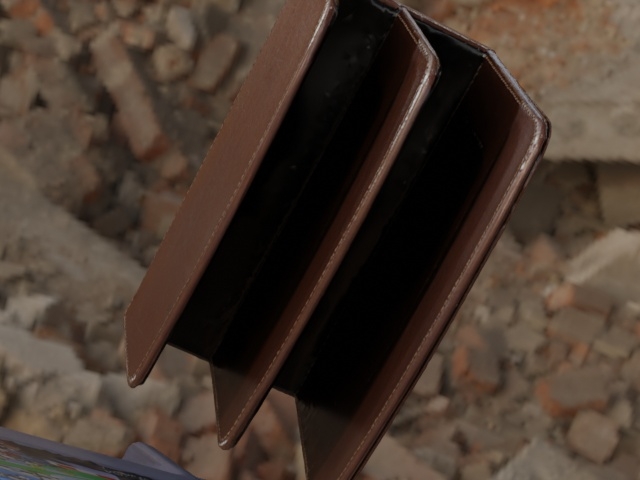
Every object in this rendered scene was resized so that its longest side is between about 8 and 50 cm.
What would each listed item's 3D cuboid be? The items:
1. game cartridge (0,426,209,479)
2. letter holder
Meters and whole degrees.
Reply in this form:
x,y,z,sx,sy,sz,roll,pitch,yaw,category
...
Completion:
x,y,z,sx,sy,sz,roll,pitch,yaw,category
-0.146,0.072,0.466,0.355,0.068,0.230,18,-9,-18,game cartridge
0.000,0.000,1.012,0.152,0.301,0.214,24,17,-15,letter holder
